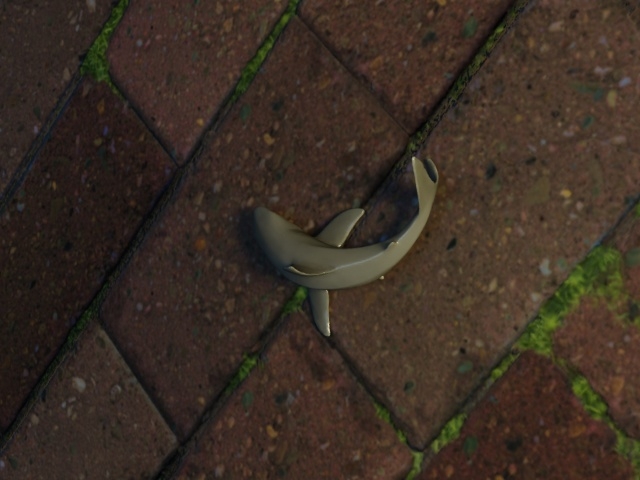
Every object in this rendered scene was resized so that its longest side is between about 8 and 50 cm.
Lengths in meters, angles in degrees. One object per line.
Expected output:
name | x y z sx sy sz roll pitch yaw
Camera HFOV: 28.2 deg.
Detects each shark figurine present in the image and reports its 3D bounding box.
shark figurine | 0.020 0.012 1.394 0.278 0.116 0.166 -16 78 39
